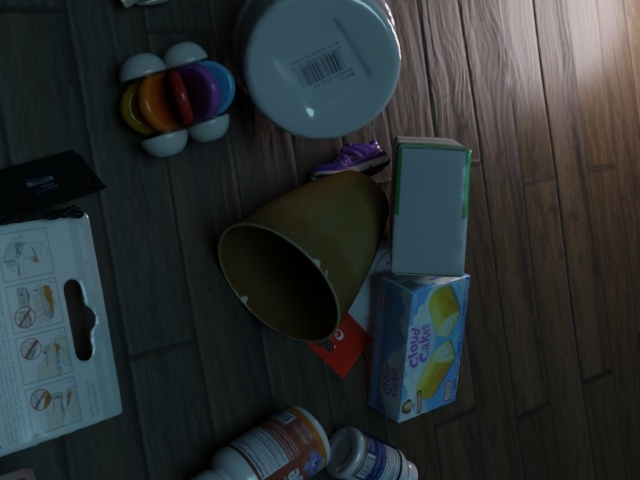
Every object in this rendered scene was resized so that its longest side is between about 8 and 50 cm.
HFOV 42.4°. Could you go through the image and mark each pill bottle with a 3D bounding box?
[{"bbox_3d":[0.096,0.408,1.494,0.169,0.094,0.094,33,70,-32],"label":"pill bottle"},{"bbox_3d":[-0.098,0.368,1.334,0.216,0.121,0.121,-27,104,-34],"label":"pill bottle"}]

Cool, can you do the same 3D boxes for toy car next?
[{"bbox_3d":[-0.209,-0.221,1.261,0.182,0.136,0.159,-25,103,-34],"label":"toy car"}]

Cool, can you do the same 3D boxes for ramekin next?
[{"bbox_3d":[-0.003,-0.297,1.329,0.277,0.135,0.277,-3,118,-6],"label":"ramekin"}]

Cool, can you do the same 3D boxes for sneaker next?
[{"bbox_3d":[0.046,-0.141,1.507,0.170,0.068,0.071,-21,74,-33],"label":"sneaker"}]

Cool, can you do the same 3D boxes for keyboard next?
[{"bbox_3d":[-0.384,-0.065,1.152,0.108,0.023,0.180,49,40,11],"label":"keyboard"}]

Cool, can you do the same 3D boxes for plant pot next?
[{"bbox_3d":[0.000,0.000,1.369,0.254,0.237,0.237,-45,114,-37],"label":"plant pot"}]

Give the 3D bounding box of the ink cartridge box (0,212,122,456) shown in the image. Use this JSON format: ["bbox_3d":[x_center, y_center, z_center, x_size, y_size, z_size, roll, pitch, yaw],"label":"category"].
[{"bbox_3d":[-0.476,0.139,1.095,0.385,0.091,0.308,-13,96,-42],"label":"ink cartridge box"}]

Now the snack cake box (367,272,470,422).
[{"bbox_3d":[0.180,0.185,1.519,0.152,0.089,0.264,-13,116,-38],"label":"snack cake box"}]

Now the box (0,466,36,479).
[{"bbox_3d":[-0.463,0.399,1.022,0.232,0.148,0.126,-11,56,-36],"label":"box"}]

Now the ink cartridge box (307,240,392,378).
[{"bbox_3d":[0.064,0.109,1.506,0.189,0.066,0.232,48,58,-26],"label":"ink cartridge box"}]

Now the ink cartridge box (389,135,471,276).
[{"bbox_3d":[0.183,-0.070,1.435,0.122,0.289,0.211,2,101,4],"label":"ink cartridge box"}]

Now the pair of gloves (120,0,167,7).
[{"bbox_3d":[-0.284,-0.488,1.275,0.204,0.042,0.240,-39,111,-29],"label":"pair of gloves"}]
